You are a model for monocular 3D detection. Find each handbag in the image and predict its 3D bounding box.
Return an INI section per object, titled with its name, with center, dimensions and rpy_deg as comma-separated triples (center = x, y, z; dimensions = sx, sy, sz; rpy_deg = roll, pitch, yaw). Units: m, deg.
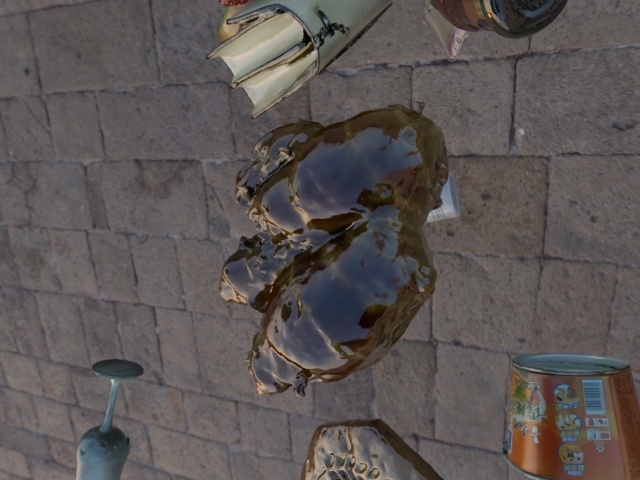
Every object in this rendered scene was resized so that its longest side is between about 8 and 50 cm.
[handbag]
center = -0.011, -0.403, 0.849
dimensions = 0.236, 0.359, 0.160
rpy_deg = -8, 126, 46

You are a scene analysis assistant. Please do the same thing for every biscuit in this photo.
[biscuit]
center = 0.086, 0.470, 0.764
dimensions = 0.359, 0.046, 0.359
rpy_deg = 6, 98, 47

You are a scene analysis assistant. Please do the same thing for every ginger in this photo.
[ginger]
center = 0.001, 0.011, 0.554
dimensions = 0.274, 0.152, 0.358
rpy_deg = 7, 92, 16

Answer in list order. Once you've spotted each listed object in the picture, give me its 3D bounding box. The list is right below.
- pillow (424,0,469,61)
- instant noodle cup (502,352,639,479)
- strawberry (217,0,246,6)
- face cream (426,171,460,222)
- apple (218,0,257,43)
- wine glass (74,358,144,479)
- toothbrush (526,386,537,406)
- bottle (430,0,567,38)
[pillow]
center = 0.338, -0.601, 1.266
dimensions = 0.038, 0.131, 0.233
rpy_deg = -11, 62, -11
[instant noodle cup]
center = 0.537, 0.362, 0.988
dimensions = 0.296, 0.296, 0.214
rpy_deg = -4, 85, 23
[strawberry]
center = -0.186, -0.668, 1.141
dimensions = 0.106, 0.175, 0.236
rpy_deg = -10, 78, 20
[face cream]
center = 0.249, -0.111, 1.510
dimensions = 0.369, 0.145, 0.146
rpy_deg = -10, 102, 25
[apple]
center = -0.170, -0.739, 1.540
dimensions = 0.374, 0.374, 0.384
rpy_deg = -12, 110, 25
[wine glass]
center = -0.331, 0.291, 0.726
dimensions = 0.079, 0.079, 0.196
rpy_deg = 13, 93, 18
[toothbrush]
center = 0.329, 0.243, 0.727
dimensions = 0.006, 0.097, 0.008
rpy_deg = -24, 54, -1
[bottle]
center = 0.262, -0.399, 0.730
dimensions = 0.156, 0.271, 0.143
rpy_deg = 36, 105, -26
